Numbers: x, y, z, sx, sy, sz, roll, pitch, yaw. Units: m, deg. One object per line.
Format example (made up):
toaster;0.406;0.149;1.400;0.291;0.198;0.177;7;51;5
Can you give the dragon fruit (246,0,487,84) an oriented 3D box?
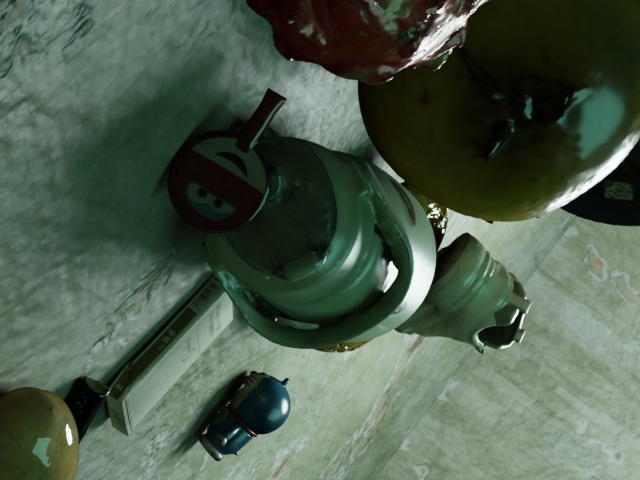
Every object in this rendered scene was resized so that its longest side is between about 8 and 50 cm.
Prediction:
dragon fruit;0.032;-0.231;1.348;0.210;0.205;0.268;-49;169;14

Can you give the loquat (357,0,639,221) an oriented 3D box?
loquat;0.199;-0.189;1.757;0.328;0.328;0.359;-58;-166;18

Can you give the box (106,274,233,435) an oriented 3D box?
box;-0.174;0.132;1.886;0.198;0.029;0.109;-47;164;-22

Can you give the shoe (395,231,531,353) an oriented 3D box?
shoe;0.205;0.093;2.213;0.124;0.159;0.316;-57;179;-15

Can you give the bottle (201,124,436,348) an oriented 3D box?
bottle;0.000;0.000;1.734;0.229;0.229;0.352;-53;164;1

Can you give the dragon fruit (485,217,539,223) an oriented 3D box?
dragon fruit;0.235;-0.133;2.144;0.227;0.224;0.224;19;111;-41

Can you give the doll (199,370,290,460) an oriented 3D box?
doll;-0.101;0.244;2.260;0.152;0.085;0.114;-42;179;1

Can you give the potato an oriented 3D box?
potato;-0.286;0.200;1.580;0.112;0.112;0.147;-44;156;-30

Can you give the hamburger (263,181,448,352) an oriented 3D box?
hamburger;0.057;0.034;2.143;0.285;0.134;0.265;-58;169;6

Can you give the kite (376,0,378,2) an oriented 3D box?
kite;0.000;-0.338;1.173;0.234;0.016;0.321;-80;154;-49

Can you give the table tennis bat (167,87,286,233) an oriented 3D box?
table tennis bat;-0.083;-0.079;1.564;0.154;0.098;0.019;-56;-173;5

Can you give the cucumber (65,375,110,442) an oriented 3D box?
cucumber;-0.279;0.219;1.759;0.043;0.039;0.163;4;123;-47

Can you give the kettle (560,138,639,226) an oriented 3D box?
kettle;0.432;-0.209;1.995;0.228;0.321;0.324;66;33;-54
